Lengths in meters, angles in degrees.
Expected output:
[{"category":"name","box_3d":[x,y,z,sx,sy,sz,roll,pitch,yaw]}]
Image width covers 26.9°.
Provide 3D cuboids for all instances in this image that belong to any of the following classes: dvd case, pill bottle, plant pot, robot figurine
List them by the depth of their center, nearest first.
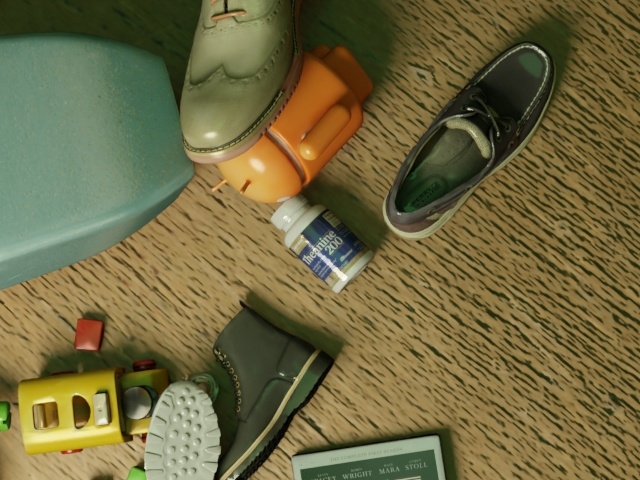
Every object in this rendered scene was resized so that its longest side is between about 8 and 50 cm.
[{"category":"plant pot","box_3d":[-0.287,-0.103,1.527,0.252,0.247,0.248,-15,83,-17]},{"category":"robot figurine","box_3d":[-0.038,-0.132,1.559,0.158,0.128,0.219,35,72,22]},{"category":"dvd case","box_3d":[0.070,0.358,1.564,0.179,0.029,0.238,-9,85,1]},{"category":"pill bottle","box_3d":[0.000,0.000,1.583,0.120,0.067,0.067,44,88,6]}]

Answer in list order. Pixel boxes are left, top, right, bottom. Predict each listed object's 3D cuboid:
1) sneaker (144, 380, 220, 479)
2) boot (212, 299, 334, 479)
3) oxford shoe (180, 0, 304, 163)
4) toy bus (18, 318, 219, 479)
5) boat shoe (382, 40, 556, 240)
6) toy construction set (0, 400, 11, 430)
[{"category":"sneaker","box_3d":[-0.168,0.277,1.539,0.090,0.095,0.235,2,90,-18]},{"category":"boot","box_3d":[-0.095,0.183,1.575,0.137,0.077,0.198,35,74,10]},{"category":"oxford shoe","box_3d":[-0.096,-0.268,1.506,0.140,0.146,0.397,-4,55,24]},{"category":"toy bus","box_3d":[-0.252,0.195,1.557,0.191,0.104,0.202,36,87,5]},{"category":"boat shoe","box_3d":[0.179,-0.121,1.574,0.103,0.092,0.285,42,88,6]},{"category":"toy construction set","box_3d":[-0.472,0.158,1.488,0.237,0.309,0.257,7,93,-1]}]
